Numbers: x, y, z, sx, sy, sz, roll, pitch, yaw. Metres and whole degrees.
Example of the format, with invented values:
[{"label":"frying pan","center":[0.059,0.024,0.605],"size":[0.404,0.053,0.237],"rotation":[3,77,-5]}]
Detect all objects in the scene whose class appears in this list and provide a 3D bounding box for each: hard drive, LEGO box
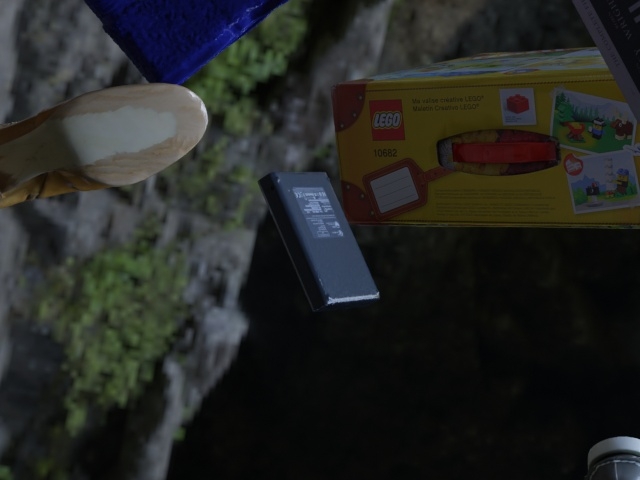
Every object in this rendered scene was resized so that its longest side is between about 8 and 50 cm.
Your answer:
[{"label":"hard drive","center":[0.000,0.000,1.577],"size":[0.022,0.094,0.135],"rotation":[-32,-106,31]},{"label":"LEGO box","center":[0.327,-0.142,2.195],"size":[0.500,0.372,0.193],"rotation":[1,-78,39]}]

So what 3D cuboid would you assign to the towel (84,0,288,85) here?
[{"label":"towel","center":[-0.189,-0.347,1.927],"size":[0.228,0.308,0.076],"rotation":[-35,-160,13]}]

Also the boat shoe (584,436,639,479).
[{"label":"boat shoe","center":[0.406,0.357,1.985],"size":[0.109,0.305,0.091],"rotation":[-25,-148,27]}]

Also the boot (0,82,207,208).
[{"label":"boot","center":[-0.270,-0.107,1.789],"size":[0.211,0.295,0.104],"rotation":[-126,-163,-74]}]

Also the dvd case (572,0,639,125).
[{"label":"dvd case","center":[0.249,-0.197,1.092],"size":[0.239,0.030,0.179],"rotation":[-33,-97,52]}]
